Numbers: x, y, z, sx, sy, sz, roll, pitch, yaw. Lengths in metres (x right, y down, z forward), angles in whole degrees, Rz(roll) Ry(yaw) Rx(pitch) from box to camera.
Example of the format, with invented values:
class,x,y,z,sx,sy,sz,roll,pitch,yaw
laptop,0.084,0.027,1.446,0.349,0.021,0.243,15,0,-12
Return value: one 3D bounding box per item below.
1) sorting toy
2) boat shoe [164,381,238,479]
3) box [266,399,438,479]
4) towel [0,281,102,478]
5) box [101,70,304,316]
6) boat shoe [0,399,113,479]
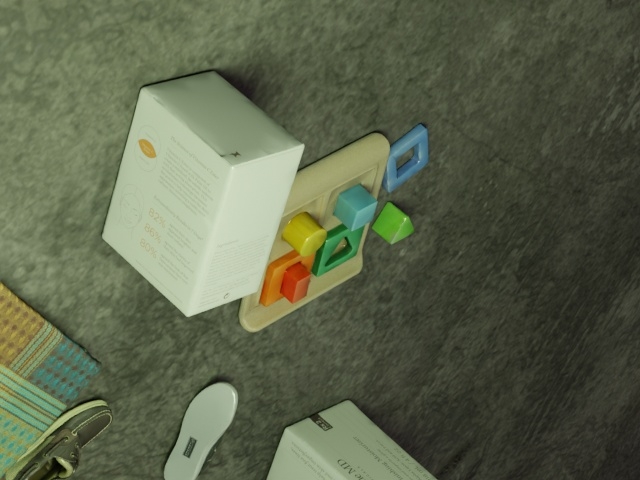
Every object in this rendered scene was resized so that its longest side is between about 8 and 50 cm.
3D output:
class,x,y,z,sx,sy,sz,roll,pitch,yaw
sorting toy,0.000,0.000,1.987,0.347,0.047,0.196,-29,145,-34
boat shoe,-0.129,0.209,2.064,0.142,0.049,0.040,-60,169,21
box,0.031,0.326,2.283,0.119,0.181,0.182,-20,140,-44
towel,-0.380,0.201,1.698,0.370,0.040,0.271,-48,152,-6
box,-0.107,-0.043,1.693,0.091,0.130,0.170,-18,139,-43
boat shoe,-0.262,0.216,1.868,0.152,0.049,0.056,-36,149,-25
